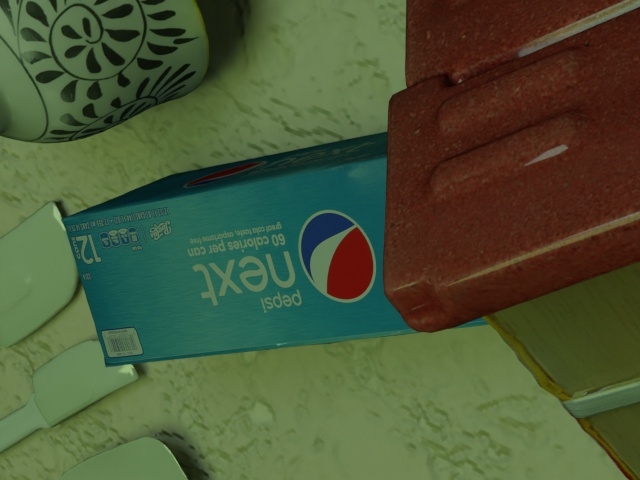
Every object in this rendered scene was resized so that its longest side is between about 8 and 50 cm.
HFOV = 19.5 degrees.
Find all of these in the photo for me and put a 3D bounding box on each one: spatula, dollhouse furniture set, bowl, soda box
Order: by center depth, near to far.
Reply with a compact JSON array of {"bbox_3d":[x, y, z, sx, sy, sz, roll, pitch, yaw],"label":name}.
[{"bbox_3d":[0.223,-0.033,0.450,0.374,0.152,0.201,-20,130,27],"label":"dollhouse furniture set"},{"bbox_3d":[0.000,0.000,0.724,0.210,0.071,0.067,-8,102,41],"label":"soda box"},{"bbox_3d":[-0.135,-0.091,0.743,0.170,0.080,0.170,31,157,15],"label":"bowl"},{"bbox_3d":[-0.162,0.103,0.930,0.242,0.019,0.168,-33,85,41],"label":"spatula"}]
